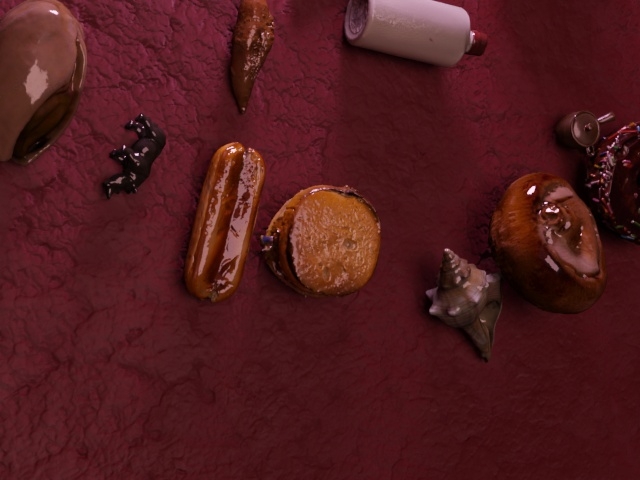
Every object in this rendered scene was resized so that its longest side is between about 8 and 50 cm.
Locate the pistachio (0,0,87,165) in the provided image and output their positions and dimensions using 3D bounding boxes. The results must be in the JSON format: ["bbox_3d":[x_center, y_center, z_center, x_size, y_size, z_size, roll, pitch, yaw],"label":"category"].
[{"bbox_3d":[-0.403,-0.221,1.369,0.138,0.153,0.237,16,83,-64],"label":"pistachio"}]

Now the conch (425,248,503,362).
[{"bbox_3d":[0.247,0.091,1.688,0.137,0.114,0.234,-55,144,-8],"label":"conch"}]

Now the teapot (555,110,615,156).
[{"bbox_3d":[0.488,-0.199,1.812,0.110,0.080,0.085,-23,98,-23],"label":"teapot"}]

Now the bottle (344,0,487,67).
[{"bbox_3d":[0.168,-0.350,1.652,0.245,0.104,0.104,9,85,-25],"label":"bottle"}]

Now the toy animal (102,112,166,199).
[{"bbox_3d":[-0.278,-0.117,1.470,0.065,0.047,0.135,37,68,-28],"label":"toy animal"}]

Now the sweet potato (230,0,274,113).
[{"bbox_3d":[-0.108,-0.300,1.548,0.068,0.060,0.205,12,95,9],"label":"sweet potato"}]

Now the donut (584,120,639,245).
[{"bbox_3d":[0.580,-0.109,1.839,0.235,0.089,0.235,-3,95,-31],"label":"donut"}]

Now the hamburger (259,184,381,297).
[{"bbox_3d":[0.008,-0.004,1.563,0.182,0.118,0.191,35,78,-24],"label":"hamburger"}]

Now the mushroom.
[{"bbox_3d":[0.395,0.007,1.707,0.253,0.153,0.253,24,55,-39],"label":"mushroom"}]

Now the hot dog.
[{"bbox_3d":[-0.149,-0.029,1.517,0.100,0.068,0.249,18,83,-37],"label":"hot dog"}]
